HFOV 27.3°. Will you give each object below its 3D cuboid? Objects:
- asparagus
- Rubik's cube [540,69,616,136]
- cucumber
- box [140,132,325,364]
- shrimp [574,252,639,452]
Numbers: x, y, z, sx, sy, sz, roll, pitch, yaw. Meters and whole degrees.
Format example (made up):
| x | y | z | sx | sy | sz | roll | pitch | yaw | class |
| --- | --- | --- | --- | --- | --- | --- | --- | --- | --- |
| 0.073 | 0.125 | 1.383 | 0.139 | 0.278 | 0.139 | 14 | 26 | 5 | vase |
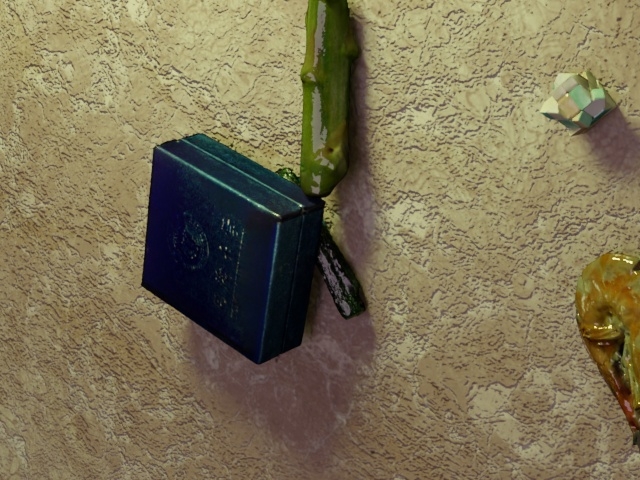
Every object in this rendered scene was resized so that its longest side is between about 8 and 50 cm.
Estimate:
| x | y | z | sx | sy | sz | roll | pitch | yaw | class |
| --- | --- | --- | --- | --- | --- | --- | --- | --- | --- |
| 0.008 | -0.234 | 1.907 | 0.082 | 0.085 | 0.343 | 11 | 104 | 47 | asparagus |
| 0.325 | -0.177 | 1.689 | 0.084 | 0.073 | 0.075 | 40 | 122 | 19 | Rubik's cube |
| -0.001 | 0.000 | 2.001 | 0.044 | 0.043 | 0.256 | -33 | 81 | 40 | cucumber |
| -0.143 | 0.009 | 2.035 | 0.279 | 0.116 | 0.261 | 30 | 124 | 32 | box |
| 0.409 | 0.159 | 1.733 | 0.154 | 0.062 | 0.294 | -5 | 97 | 50 | shrimp |
